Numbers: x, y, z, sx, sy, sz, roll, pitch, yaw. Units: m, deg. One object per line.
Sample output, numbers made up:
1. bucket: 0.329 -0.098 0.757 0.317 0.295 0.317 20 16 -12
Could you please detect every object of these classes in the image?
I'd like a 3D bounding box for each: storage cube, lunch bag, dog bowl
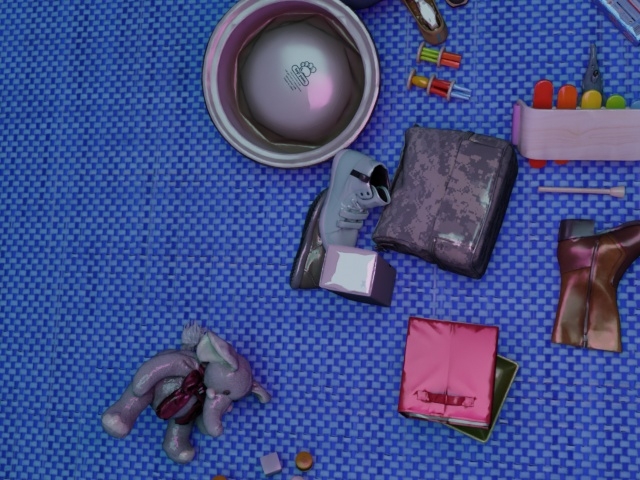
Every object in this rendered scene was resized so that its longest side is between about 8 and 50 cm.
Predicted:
1. storage cube: 0.265 0.274 1.621 0.184 0.215 0.193 5 76 14
2. lunch bag: 0.267 -0.094 1.722 0.256 0.212 0.305 16 82 21
3. dog bowl: -0.058 -0.370 1.824 0.408 0.150 0.407 1 98 10

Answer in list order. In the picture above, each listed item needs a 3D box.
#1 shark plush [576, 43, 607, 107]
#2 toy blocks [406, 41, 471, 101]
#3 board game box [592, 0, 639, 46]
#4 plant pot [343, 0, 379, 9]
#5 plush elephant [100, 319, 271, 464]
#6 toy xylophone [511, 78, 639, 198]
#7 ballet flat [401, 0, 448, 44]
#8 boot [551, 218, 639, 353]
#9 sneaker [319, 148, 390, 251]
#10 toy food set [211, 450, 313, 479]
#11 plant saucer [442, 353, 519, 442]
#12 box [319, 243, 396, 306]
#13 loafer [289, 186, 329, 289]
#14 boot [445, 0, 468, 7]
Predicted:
1. shark plush: 0.617 -0.358 1.762 0.073 0.067 0.161 14 84 14
2. toy blocks: 0.290 -0.390 1.846 0.148 0.054 0.123 19 86 15
3. board game box: 0.746 -0.563 1.782 0.212 0.039 0.160 -38 76 5
4. plant pot: 0.078 -0.655 1.851 0.290 0.195 0.290 -6 71 17
5. plush elephant: -0.257 0.332 1.740 0.256 0.272 0.329 0 55 37
6. toy xylophone: 0.572 -0.216 1.718 0.323 0.081 0.236 9 121 7
7. ballet flat: 0.237 -0.574 1.877 0.080 0.073 0.232 -30 76 8
8. boot: 0.630 0.097 1.673 0.264 0.096 0.280 3 82 12
9. sneaker: 0.079 -0.062 1.726 0.151 0.094 0.255 24 114 51
10. toy food set: -0.121 0.555 1.780 0.232 0.104 0.111 -18 63 -9
11. plant saucer: 0.312 0.318 1.732 0.188 0.045 0.188 23 86 15
12. box: 0.087 0.080 1.700 0.113 0.275 0.094 10 83 14
13. loafer: 0.000 0.000 1.839 0.088 0.094 0.251 17 95 -10
14. boot: 0.298 -0.658 1.845 0.077 0.137 0.197 -15 79 10
